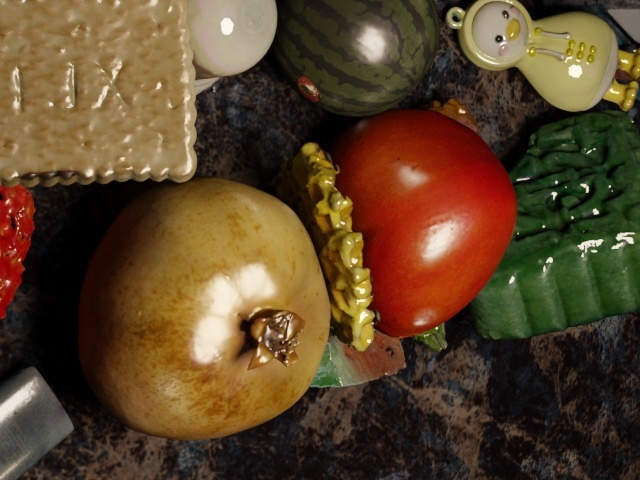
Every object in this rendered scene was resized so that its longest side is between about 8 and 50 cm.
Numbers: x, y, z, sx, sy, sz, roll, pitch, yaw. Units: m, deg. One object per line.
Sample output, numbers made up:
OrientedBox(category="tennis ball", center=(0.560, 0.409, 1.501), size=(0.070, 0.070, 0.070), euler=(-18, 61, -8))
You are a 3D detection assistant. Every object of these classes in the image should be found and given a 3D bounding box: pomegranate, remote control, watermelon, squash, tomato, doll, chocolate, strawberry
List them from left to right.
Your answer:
OrientedBox(category="remote control", center=(-0.436, 0.290, 1.492), size=(0.377, 0.044, 0.107), euler=(-42, 117, -27))
OrientedBox(category="strawberry", center=(-0.377, 0.021, 1.448), size=(0.236, 0.111, 0.190), euler=(-52, 123, -21))
OrientedBox(category="chocolate", center=(-0.130, -0.252, 1.579), size=(0.221, 0.147, 0.221), euler=(-12, 109, -37))
OrientedBox(category="pomegranate", center=(-0.125, 0.081, 1.528), size=(0.319, 0.319, 0.319), euler=(-8, 103, -38))
OrientedBox(category="watermelon", center=(0.032, 0.145, 1.804), size=(0.241, 0.154, 0.094), euler=(3, 96, -54))
OrientedBox(category="watermelon", center=(0.038, -0.258, 1.673), size=(0.212, 0.212, 0.212), euler=(-8, 103, -38))
OrientedBox(category="squash", center=(0.134, 0.101, 1.905), size=(0.105, 0.105, 0.132), euler=(-42, 138, -26))
OrientedBox(category="tomato", center=(0.126, -0.031, 1.724), size=(0.226, 0.298, 0.298), euler=(-15, 109, -8))
OrientedBox(category="doll", center=(0.312, -0.266, 1.917), size=(0.296, 0.117, 0.141), euler=(16, 89, -18))

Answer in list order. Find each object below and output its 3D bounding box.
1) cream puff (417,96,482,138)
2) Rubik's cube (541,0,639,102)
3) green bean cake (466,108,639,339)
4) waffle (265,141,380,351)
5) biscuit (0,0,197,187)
OrientedBox(category="cream puff", center=(0.167, -0.139, 1.880), size=(0.122, 0.094, 0.116), euler=(5, 91, -16))
OrientedBox(category="Rubik's cube", center=(0.599, -0.387, 2.014), size=(0.359, 0.363, 0.362), euler=(33, 77, -35))
OrientedBox(category="green bean cake", center=(0.329, -0.027, 1.934), size=(0.308, 0.300, 0.169), euler=(-17, 131, 7))
OrientedBox(category="waffle", center=(0.003, -0.001, 1.642), size=(0.060, 0.280, 0.262), euler=(-14, 128, -15))
OrientedBox(category="biscuit", center=(-0.293, -0.161, 1.445), size=(0.325, 0.044, 0.217), euler=(-4, 95, -11))
